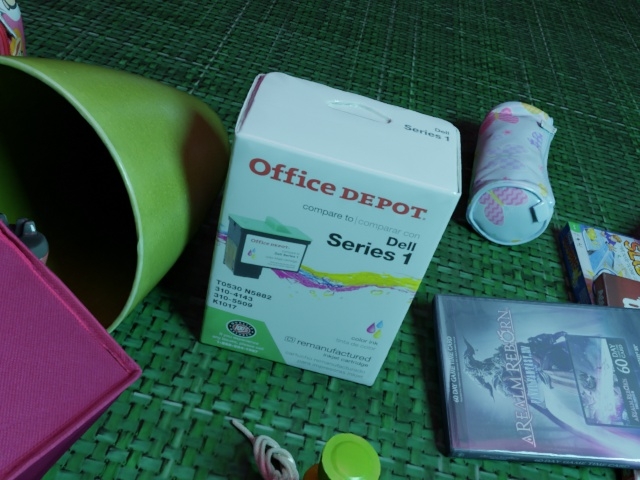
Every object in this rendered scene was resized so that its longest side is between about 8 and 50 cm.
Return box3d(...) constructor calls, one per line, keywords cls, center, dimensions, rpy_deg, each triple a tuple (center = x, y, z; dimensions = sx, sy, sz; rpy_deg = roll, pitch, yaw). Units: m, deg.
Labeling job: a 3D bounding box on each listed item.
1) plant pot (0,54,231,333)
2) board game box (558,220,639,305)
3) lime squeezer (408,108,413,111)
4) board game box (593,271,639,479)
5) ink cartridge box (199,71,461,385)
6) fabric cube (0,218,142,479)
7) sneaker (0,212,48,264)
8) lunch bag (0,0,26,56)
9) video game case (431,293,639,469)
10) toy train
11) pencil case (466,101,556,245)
box3d(cls="plant pot", center=(-0.226, -0.073, 0.702), dimensions=(0.274, 0.275, 0.293), rpy_deg=(26, 27, 10))
box3d(cls="board game box", center=(0.425, 0.063, 0.922), dimensions=(0.136, 0.035, 0.201), rpy_deg=(13, 41, -5))
box3d(cls="lime squeezer", center=(0.143, -0.129, 1.038), dimensions=(0.109, 0.059, 0.310), rpy_deg=(1, 34, 29))
box3d(cls="board game box", center=(0.414, 0.170, 0.773), dimensions=(0.145, 0.027, 0.281), rpy_deg=(14, 50, -3))
box3d(cls="ink cartridge box", center=(0.000, 0.000, 0.657), dimensions=(0.201, 0.278, 0.117), rpy_deg=(15, 40, -2))
box3d(cls="fabric cube", center=(-0.316, 0.104, 0.353), dimensions=(0.259, 0.258, 0.254), rpy_deg=(47, 29, 3))
box3d(cls="sneaker", center=(-0.366, 0.030, 0.572), dimensions=(0.275, 0.135, 0.097), rpy_deg=(13, 21, 15))
box3d(cls="lunch bag", center=(-0.495, -0.220, 0.743), dimensions=(0.292, 0.258, 0.120), rpy_deg=(4, 42, -15))
box3d(cls="video game case", center=(0.268, 0.153, 0.727), dimensions=(0.274, 0.026, 0.196), rpy_deg=(5, 50, -3))
box3d(cls="toy train", center=(0.003, 0.206, 0.532), dimensions=(0.105, 0.143, 0.248), rpy_deg=(-22, 54, -37))
box3d(cls="pencil case", center=(0.300, -0.111, 1.011), dimensions=(0.124, 0.114, 0.273), rpy_deg=(4, 38, 18))
